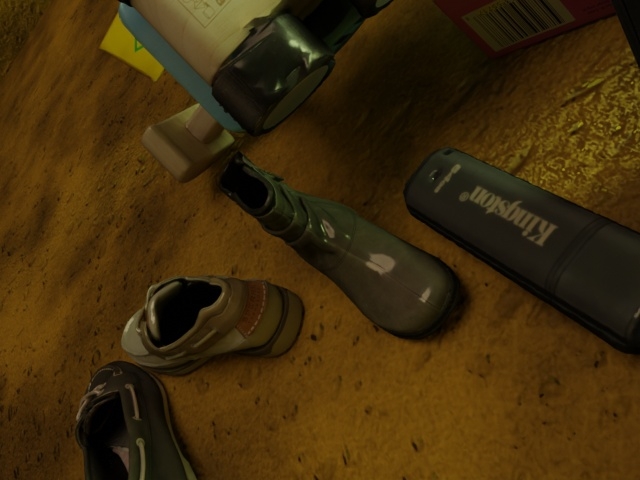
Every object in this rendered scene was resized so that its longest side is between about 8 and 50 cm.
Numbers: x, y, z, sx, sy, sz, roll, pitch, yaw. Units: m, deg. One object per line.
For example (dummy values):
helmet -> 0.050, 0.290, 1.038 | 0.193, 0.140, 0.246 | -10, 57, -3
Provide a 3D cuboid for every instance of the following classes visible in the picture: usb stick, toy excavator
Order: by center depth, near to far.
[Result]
usb stick -> 0.163, -0.006, 0.537 | 0.077, 0.045, 0.278 | -57, 37, 6
toy excavator -> -0.078, -0.223, 0.759 | 0.433, 0.222, 0.445 | -44, 0, 11

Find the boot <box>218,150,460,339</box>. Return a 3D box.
boot -> 0.000, 0.000, 0.625 | 0.083, 0.161, 0.246 | -59, 37, 3

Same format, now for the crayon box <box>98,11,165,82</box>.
crayon box -> -0.206, -0.446, 1.097 | 0.313, 0.106, 0.363 | -52, 18, 18

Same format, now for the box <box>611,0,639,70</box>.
box -> 0.297, -0.238, 0.374 | 0.296, 0.073, 0.293 | -21, 95, 40

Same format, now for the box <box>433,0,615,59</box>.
box -> 0.226, -0.323, 0.612 | 0.214, 0.117, 0.242 | -13, 59, 45

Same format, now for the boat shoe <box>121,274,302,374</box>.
boat shoe -> -0.159, 0.089, 0.798 | 0.302, 0.103, 0.113 | -18, 54, 42

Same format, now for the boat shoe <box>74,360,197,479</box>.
boat shoe -> -0.238, 0.231, 0.803 | 0.112, 0.096, 0.335 | -58, 37, 3
